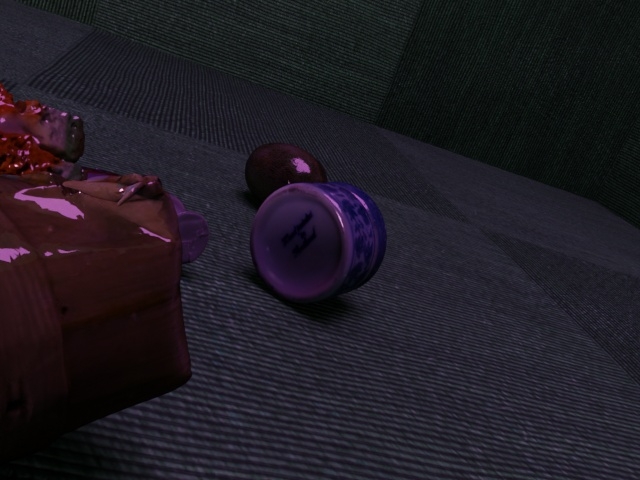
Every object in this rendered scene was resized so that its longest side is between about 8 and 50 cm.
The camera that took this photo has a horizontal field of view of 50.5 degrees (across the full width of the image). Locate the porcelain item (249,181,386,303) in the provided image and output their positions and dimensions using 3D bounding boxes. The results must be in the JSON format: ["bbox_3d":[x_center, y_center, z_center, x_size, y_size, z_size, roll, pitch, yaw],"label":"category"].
[{"bbox_3d":[0.000,0.000,0.846,0.147,0.147,0.114,30,19,24],"label":"porcelain item"}]

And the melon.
[{"bbox_3d":[-0.053,-0.100,1.119,0.167,0.114,0.114,32,21,36],"label":"melon"}]

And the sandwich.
[{"bbox_3d":[-0.311,-0.097,0.588,0.185,0.109,0.160,7,-13,6],"label":"sandwich"}]

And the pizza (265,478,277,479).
[{"bbox_3d":[-0.034,0.190,0.460,0.100,0.029,0.099,18,18,-10],"label":"pizza"}]

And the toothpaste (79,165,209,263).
[{"bbox_3d":[-0.251,-0.052,0.855,0.114,0.073,0.299,2,19,-47],"label":"toothpaste"}]

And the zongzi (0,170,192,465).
[{"bbox_3d":[-0.345,0.044,0.363,0.418,0.181,0.447,14,17,35],"label":"zongzi"}]
